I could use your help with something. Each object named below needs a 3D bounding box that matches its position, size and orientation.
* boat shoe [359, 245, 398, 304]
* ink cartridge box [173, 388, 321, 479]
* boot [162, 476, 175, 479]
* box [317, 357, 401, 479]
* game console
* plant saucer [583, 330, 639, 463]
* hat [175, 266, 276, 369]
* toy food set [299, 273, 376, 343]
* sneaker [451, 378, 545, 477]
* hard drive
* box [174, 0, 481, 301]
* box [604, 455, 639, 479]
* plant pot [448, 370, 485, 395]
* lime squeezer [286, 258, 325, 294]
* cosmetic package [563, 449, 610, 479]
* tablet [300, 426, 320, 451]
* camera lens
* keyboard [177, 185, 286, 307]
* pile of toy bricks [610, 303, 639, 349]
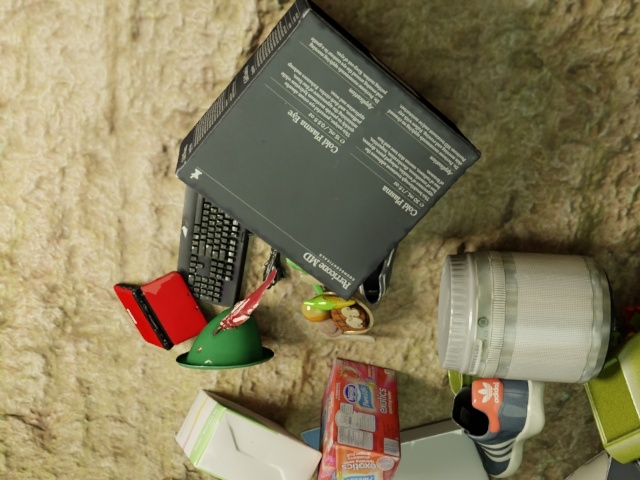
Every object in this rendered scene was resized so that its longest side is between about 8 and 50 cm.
[{"bbox_3d":[0.103,0.022,1.560,0.075,0.065,0.206,6,122,-1],"label":"boat shoe"},{"bbox_3d":[-0.153,0.387,1.703,0.207,0.353,0.119,28,80,-14],"label":"ink cartridge box"},{"bbox_3d":[-0.273,0.634,1.929,0.220,0.109,0.283,18,123,-6],"label":"boot"},{"bbox_3d":[0.070,0.349,1.649,0.128,0.257,0.123,13,118,-5],"label":"box"},{"bbox_3d":[-0.300,0.125,1.666,0.124,0.085,0.144,10,133,47],"label":"game console"},{"bbox_3d":[0.512,0.273,1.508,0.045,0.188,0.188,-6,156,-16],"label":"plant saucer"},{"bbox_3d":[-0.168,0.129,1.629,0.208,0.173,0.183,-2,97,5],"label":"hat"},{"bbox_3d":[0.031,0.139,1.606,0.132,0.038,0.192,4,140,20],"label":"toy food set"},{"bbox_3d":[0.315,0.343,1.668,0.148,0.131,0.350,7,145,3],"label":"sneaker"},{"bbox_3d":[0.251,0.517,1.868,0.210,0.040,0.319,-17,119,13],"label":"hard drive"},{"bbox_3d":[0.006,-0.142,1.371,0.343,0.179,0.312,38,104,-18],"label":"box"},{"bbox_3d":[0.794,0.338,1.519,0.480,0.297,0.472,-7,124,-11],"label":"box"},{"bbox_3d":[0.293,0.252,1.688,0.079,0.083,0.083,-2,122,-9],"label":"plant pot"},{"bbox_3d":[0.000,0.000,1.560,0.110,0.059,0.310,12,120,-4],"label":"lime squeezer"},{"bbox_3d":[0.652,0.583,1.832,0.296,0.129,0.153,32,119,-15],"label":"cosmetic package"},{"bbox_3d":[-0.001,0.422,1.845,0.054,0.006,0.083,-20,117,15],"label":"tablet"},{"bbox_3d":[0.349,0.130,1.521,0.274,0.219,0.219,3,121,1],"label":"camera lens"},{"bbox_3d":[-0.148,-0.012,1.577,0.201,0.033,0.317,10,122,-3],"label":"keyboard"},{"bbox_3d":[0.541,0.211,1.642,0.105,0.118,0.212,38,137,25],"label":"pile of toy bricks"}]
